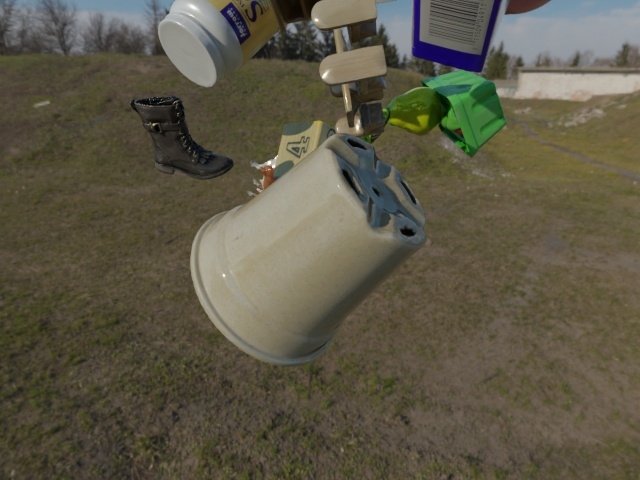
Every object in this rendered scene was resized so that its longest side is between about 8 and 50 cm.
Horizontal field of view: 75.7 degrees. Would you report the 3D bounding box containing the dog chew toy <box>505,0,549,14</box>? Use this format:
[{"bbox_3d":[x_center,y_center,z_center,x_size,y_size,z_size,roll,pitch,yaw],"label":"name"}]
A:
[{"bbox_3d":[0.334,-0.577,0.812,0.206,0.207,0.332,-12,40,-31],"label":"dog chew toy"}]

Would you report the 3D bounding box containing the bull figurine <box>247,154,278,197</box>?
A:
[{"bbox_3d":[-0.261,-0.324,2.100,0.188,0.311,0.101,19,36,5],"label":"bull figurine"}]

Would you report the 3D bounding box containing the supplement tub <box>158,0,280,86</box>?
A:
[{"bbox_3d":[-0.283,-0.639,1.211,0.240,0.241,0.332,16,61,37],"label":"supplement tub"}]

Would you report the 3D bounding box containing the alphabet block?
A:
[{"bbox_3d":[-0.024,-0.287,1.448,0.193,0.198,0.192,10,-5,42],"label":"alphabet block"}]

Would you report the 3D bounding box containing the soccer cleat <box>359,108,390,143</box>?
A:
[{"bbox_3d":[0.205,-0.413,1.496,0.072,0.060,0.179,-23,-15,-35],"label":"soccer cleat"}]

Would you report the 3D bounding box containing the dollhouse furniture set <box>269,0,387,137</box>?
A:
[{"bbox_3d":[0.017,-0.498,1.079,0.256,0.395,0.362,-9,-5,7],"label":"dollhouse furniture set"}]

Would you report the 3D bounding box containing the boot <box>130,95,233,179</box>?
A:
[{"bbox_3d":[-0.389,-0.296,1.174,0.262,0.229,0.091,3,44,0],"label":"boot"}]

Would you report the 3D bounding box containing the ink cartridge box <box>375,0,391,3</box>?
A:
[{"bbox_3d":[0.124,-0.913,1.280,0.225,0.306,0.131,0,50,16],"label":"ink cartridge box"}]

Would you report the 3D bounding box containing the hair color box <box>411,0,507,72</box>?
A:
[{"bbox_3d":[0.213,-0.407,0.484,0.109,0.339,0.185,23,-7,16],"label":"hair color box"}]

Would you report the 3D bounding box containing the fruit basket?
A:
[{"bbox_3d":[0.444,-0.472,1.554,0.391,0.283,0.392,-25,30,16],"label":"fruit basket"}]

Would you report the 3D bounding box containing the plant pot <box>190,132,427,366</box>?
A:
[{"bbox_3d":[0.000,0.000,0.711,0.305,0.334,0.333,-40,-3,33],"label":"plant pot"}]
